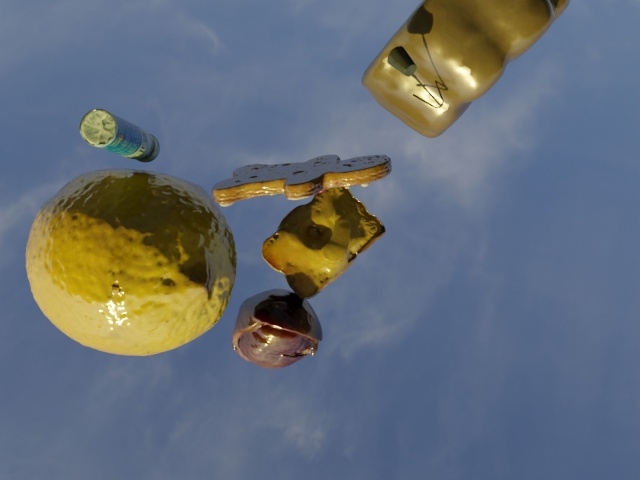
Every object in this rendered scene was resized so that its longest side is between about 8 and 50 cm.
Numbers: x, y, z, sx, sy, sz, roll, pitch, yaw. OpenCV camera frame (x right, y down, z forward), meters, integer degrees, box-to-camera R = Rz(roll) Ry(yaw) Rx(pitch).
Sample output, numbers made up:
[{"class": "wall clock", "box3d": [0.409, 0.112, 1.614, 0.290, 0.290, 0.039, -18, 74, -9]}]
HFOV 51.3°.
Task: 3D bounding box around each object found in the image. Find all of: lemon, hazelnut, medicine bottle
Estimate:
[{"class": "lemon", "box3d": [-0.299, 0.032, 1.078, 0.336, 0.336, 0.336, 2, -119, -4]}, {"class": "hazelnut", "box3d": [-0.091, 0.179, 1.351, 0.170, 0.201, 0.161, -6, -96, -19]}, {"class": "medicine bottle", "box3d": [-0.281, -0.146, 0.953, 0.051, 0.191, 0.051, 0, -90, 5]}]

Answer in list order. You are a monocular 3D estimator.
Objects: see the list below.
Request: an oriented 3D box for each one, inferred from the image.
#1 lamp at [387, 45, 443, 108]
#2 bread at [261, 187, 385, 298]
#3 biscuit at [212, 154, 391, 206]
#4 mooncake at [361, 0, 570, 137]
[{"class": "lamp", "box3d": [0.147, -0.244, 1.010, 0.041, 0.121, 0.054, -44, -123, 13]}, {"class": "bread", "box3d": [0.000, 0.000, 1.347, 0.233, 0.088, 0.161, -40, -98, -18]}, {"class": "biscuit", "box3d": [-0.018, -0.071, 0.772, 0.205, 0.031, 0.138, -6, -161, 16]}, {"class": "mooncake", "box3d": [0.255, -0.355, 1.174, 0.200, 0.378, 0.378, 40, -116, -4]}]
